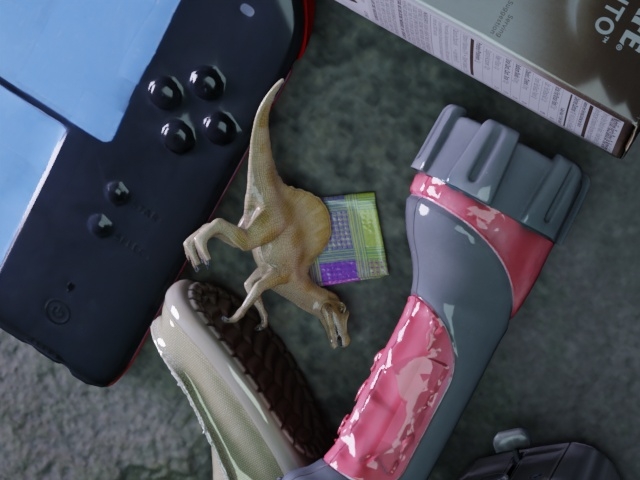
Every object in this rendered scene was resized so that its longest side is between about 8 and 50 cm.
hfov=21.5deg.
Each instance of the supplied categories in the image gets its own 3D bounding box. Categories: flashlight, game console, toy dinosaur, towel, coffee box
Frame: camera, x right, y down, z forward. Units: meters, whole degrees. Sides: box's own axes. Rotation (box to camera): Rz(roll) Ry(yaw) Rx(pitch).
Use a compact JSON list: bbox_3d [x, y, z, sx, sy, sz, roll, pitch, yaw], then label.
[{"bbox_3d":[0.048,0.074,0.999,0.103,0.103,0.304,29,91,17],"label":"flashlight"},{"bbox_3d":[-0.224,-0.129,1.088,0.386,0.060,0.342,33,111,5],"label":"game console"},{"bbox_3d":[-0.038,-0.008,1.057,0.092,0.053,0.183,-25,114,-16],"label":"toy dinosaur"},{"bbox_3d":[0.000,0.000,1.090,0.083,0.009,0.060,-7,103,16],"label":"towel"},{"bbox_3d":[0.098,-0.170,0.933,0.246,0.098,0.141,30,85,9],"label":"coffee box"}]

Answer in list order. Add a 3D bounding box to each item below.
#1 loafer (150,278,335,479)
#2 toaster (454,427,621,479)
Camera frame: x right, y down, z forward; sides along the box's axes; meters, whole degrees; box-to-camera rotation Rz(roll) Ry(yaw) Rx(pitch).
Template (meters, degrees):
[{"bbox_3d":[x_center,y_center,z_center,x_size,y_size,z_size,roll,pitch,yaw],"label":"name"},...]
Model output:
[{"bbox_3d":[-0.037,0.150,1.095,0.092,0.102,0.268,-31,96,15],"label":"loafer"},{"bbox_3d":[0.143,0.233,1.045,0.129,0.146,0.227,-14,101,19],"label":"toaster"}]
